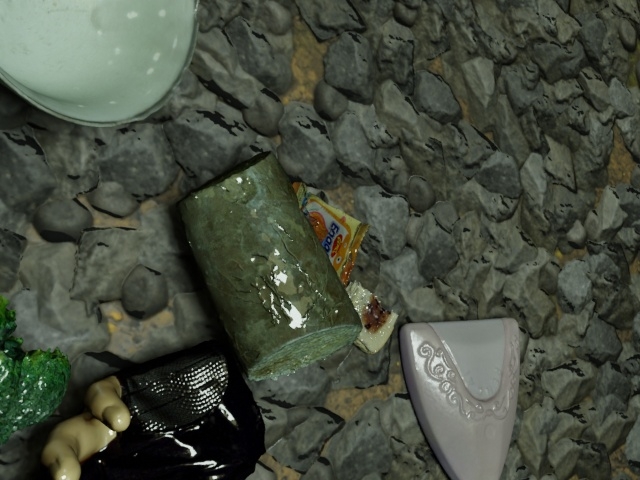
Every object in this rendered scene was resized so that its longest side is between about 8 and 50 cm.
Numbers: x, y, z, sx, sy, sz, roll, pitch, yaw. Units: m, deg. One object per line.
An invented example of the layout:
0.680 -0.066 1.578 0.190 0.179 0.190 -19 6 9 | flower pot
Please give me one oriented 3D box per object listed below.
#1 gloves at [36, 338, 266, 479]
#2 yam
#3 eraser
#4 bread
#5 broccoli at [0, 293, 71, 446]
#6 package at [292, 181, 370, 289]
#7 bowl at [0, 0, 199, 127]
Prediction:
-0.181 0.226 0.720 0.301 0.152 0.197 -20 81 -57 | gloves
-0.060 0.030 0.820 0.153 0.154 0.255 -23 89 -32 | yam
0.212 0.228 1.018 0.204 0.059 0.244 0 79 -31 | eraser
0.055 0.101 0.957 0.083 0.035 0.070 44 65 -22 | bread
-0.361 0.077 0.623 0.269 0.269 0.254 -52 152 -26 | broccoli
-0.002 -0.001 0.938 0.120 0.031 0.108 30 71 -25 | package
-0.275 -0.256 0.721 0.313 0.146 0.314 10 78 -58 | bowl
